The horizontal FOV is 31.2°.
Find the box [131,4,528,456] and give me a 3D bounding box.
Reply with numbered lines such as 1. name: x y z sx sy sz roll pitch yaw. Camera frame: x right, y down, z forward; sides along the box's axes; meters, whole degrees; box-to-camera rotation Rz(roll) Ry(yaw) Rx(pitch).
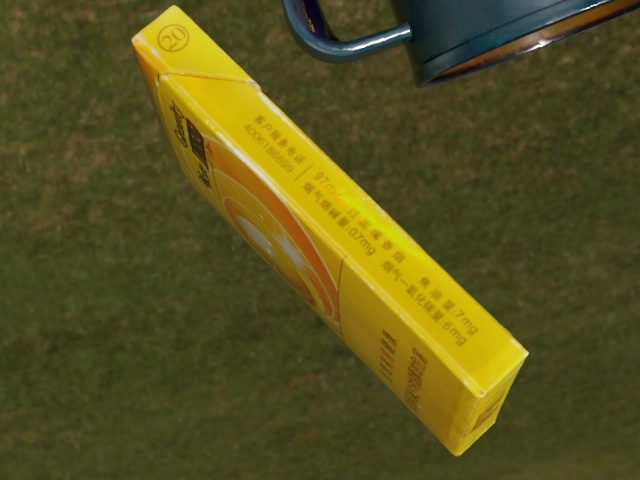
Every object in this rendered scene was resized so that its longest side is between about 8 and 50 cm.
1. box: 0.000 0.000 0.648 0.043 0.269 0.152 -41 162 -14

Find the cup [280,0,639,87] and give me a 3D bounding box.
1. cup: 0.112 -0.288 0.902 0.308 0.292 0.242 -18 -177 28
